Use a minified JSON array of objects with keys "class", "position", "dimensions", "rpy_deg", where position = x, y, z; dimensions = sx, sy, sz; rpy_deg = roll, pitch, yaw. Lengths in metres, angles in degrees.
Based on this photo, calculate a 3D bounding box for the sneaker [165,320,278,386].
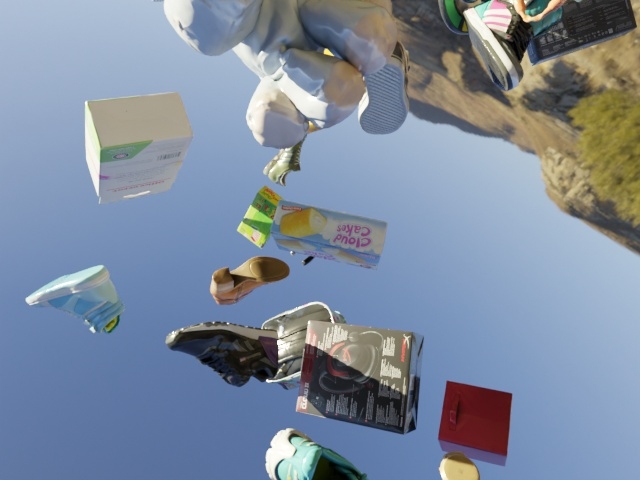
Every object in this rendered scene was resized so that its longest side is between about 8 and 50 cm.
[{"class":"sneaker","position":[-0.197,0.254,0.988],"dimensions":[0.283,0.107,0.124],"rpy_deg":[17,-124,-43]}]

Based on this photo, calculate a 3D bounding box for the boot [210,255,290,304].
[{"class":"boot","position":[-0.260,0.164,1.668],"dimensions":[0.284,0.220,0.108],"rpy_deg":[-15,-116,-18]}]

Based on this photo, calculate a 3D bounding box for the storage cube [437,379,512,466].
[{"class":"storage cube","position":[0.479,0.562,1.396],"dimensions":[0.193,0.215,0.183],"rpy_deg":[5,-122,24]}]

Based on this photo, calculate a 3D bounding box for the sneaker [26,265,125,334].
[{"class":"sneaker","position":[-0.742,0.210,1.389],"dimensions":[0.208,0.319,0.127],"rpy_deg":[66,-153,-19]}]

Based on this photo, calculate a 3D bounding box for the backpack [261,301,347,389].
[{"class":"backpack","position":[-0.033,0.309,1.336],"dimensions":[0.191,0.254,0.225],"rpy_deg":[36,-145,-42]}]

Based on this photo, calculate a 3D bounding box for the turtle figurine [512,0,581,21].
[{"class":"turtle figurine","position":[0.228,-0.330,0.344],"dimensions":[0.218,0.269,0.087],"rpy_deg":[6,-159,42]}]

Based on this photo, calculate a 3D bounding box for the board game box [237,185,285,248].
[{"class":"board game box","position":[-0.164,-0.065,1.299],"dimensions":[0.092,0.181,0.043],"rpy_deg":[37,-135,-1]}]

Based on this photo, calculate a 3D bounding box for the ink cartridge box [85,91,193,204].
[{"class":"ink cartridge box","position":[-0.463,-0.216,1.129],"dimensions":[0.207,0.353,0.119],"rpy_deg":[-17,-97,-31]}]

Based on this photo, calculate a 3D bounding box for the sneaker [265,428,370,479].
[{"class":"sneaker","position":[0.031,0.392,0.696],"dimensions":[0.275,0.110,0.107],"rpy_deg":[46,-126,-26]}]

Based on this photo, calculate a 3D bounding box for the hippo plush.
[{"class":"hippo plush","position":[-0.059,-0.291,0.547],"dimensions":[0.237,0.234,0.294],"rpy_deg":[37,-150,-43]}]

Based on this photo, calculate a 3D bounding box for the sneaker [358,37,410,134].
[{"class":"sneaker","position":[0.153,-0.374,1.084],"dimensions":[0.126,0.127,0.321],"rpy_deg":[1,165,4]}]

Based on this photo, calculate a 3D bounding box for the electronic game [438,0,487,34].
[{"class":"electronic game","position":[0.363,-0.614,1.076],"dimensions":[0.229,0.229,0.048],"rpy_deg":[5,-159,-41]}]

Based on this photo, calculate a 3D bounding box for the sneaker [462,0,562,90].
[{"class":"sneaker","position":[0.430,-0.448,0.971],"dimensions":[0.124,0.179,0.295],"rpy_deg":[48,-152,-44]}]

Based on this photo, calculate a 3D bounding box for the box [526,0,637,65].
[{"class":"box","position":[0.606,-0.551,1.088],"dimensions":[0.059,0.233,0.183],"rpy_deg":[-51,-58,-82]}]

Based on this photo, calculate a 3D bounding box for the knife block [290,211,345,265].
[{"class":"knife block","position":[0.000,0.000,1.638],"dimensions":[0.088,0.242,0.276],"rpy_deg":[58,173,-3]}]

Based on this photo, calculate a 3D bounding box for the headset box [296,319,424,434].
[{"class":"headset box","position":[0.080,0.310,1.070],"dimensions":[0.294,0.217,0.110],"rpy_deg":[1,165,27]}]

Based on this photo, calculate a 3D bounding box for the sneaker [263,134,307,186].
[{"class":"sneaker","position":[-0.085,-0.249,1.385],"dimensions":[0.086,0.192,0.064],"rpy_deg":[44,-162,5]}]

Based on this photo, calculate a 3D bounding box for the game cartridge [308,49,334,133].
[{"class":"game cartridge","position":[0.032,-0.491,1.433],"dimensions":[0.053,0.323,0.285],"rpy_deg":[26,171,-28]}]

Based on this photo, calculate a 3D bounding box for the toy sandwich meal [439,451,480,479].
[{"class":"toy sandwich meal","position":[0.275,0.465,0.903],"dimensions":[0.086,0.029,0.085],"rpy_deg":[1,-142,-1]}]

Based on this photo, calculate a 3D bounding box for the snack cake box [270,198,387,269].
[{"class":"snack cake box","position":[0.023,-0.010,1.113],"dimensions":[0.265,0.089,0.152],"rpy_deg":[12,163,7]}]
